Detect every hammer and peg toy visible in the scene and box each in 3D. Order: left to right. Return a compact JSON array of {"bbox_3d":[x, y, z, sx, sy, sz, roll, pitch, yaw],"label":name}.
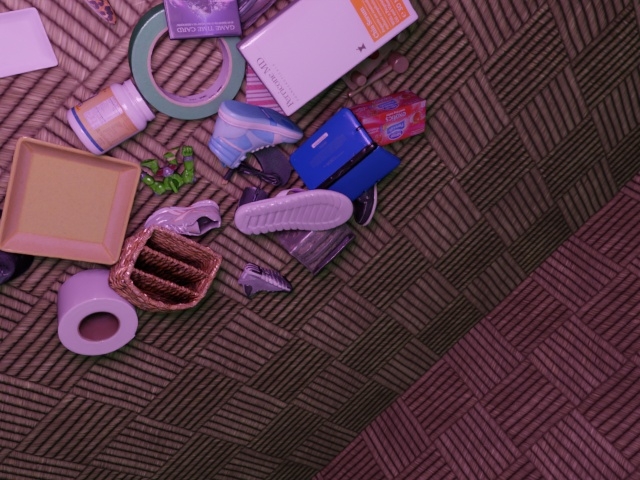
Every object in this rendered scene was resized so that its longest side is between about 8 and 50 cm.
[{"bbox_3d":[0.144,-0.616,1.660,0.266,0.127,0.361,-46,132,7],"label":"hammer and peg toy"}]

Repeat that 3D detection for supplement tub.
[{"bbox_3d":[-0.580,-0.346,1.441,0.199,0.144,0.144,-33,132,-5],"label":"supplement tub"}]

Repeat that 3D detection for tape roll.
[{"bbox_3d":[-0.756,0.241,1.746,0.246,0.169,0.246,-15,129,-20],"label":"tape roll"},{"bbox_3d":[-0.379,-0.513,1.481,0.321,0.077,0.321,-14,128,-19],"label":"tape roll"}]

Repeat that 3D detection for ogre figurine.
[{"bbox_3d":[-0.481,-0.214,1.625,0.197,0.096,0.118,-32,121,-20],"label":"ogre figurine"}]

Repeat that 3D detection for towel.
[{"bbox_3d":[-0.172,-0.473,1.658,0.144,0.029,0.197,-10,129,-22],"label":"towel"}]

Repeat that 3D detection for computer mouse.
[{"bbox_3d":[-0.265,-0.147,1.788,0.184,0.060,0.262,23,126,-17],"label":"computer mouse"}]

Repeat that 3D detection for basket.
[{"bbox_3d":[-0.512,0.113,1.708,0.223,0.214,0.299,-19,144,36],"label":"basket"}]

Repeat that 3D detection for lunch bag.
[{"bbox_3d":[0.000,0.000,2.000,0.235,0.169,0.287,-44,140,1],"label":"lunch bag"}]

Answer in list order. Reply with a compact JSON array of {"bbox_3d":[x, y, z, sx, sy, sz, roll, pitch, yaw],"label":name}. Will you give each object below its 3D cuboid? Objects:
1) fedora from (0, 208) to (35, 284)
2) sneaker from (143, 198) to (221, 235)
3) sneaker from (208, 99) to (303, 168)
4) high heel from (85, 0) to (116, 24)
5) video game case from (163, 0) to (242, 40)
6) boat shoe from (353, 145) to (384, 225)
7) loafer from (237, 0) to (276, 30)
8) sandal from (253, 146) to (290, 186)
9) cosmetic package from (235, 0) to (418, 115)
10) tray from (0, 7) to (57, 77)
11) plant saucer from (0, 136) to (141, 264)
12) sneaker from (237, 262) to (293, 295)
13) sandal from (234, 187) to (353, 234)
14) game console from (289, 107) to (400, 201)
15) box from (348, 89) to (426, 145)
[{"bbox_3d":[-1.008,0.054,1.484,0.333,0.152,0.334,-15,128,-20],"label":"fedora"},{"bbox_3d":[-0.458,-0.057,1.731,0.262,0.121,0.099,-20,130,-14],"label":"sneaker"},{"bbox_3d":[-0.218,-0.317,1.651,0.318,0.127,0.208,5,129,-42],"label":"sneaker"},{"bbox_3d":[-0.528,-0.683,1.259,0.186,0.093,0.261,-29,123,1],"label":"high heel"},{"bbox_3d":[-0.322,-0.677,1.357,0.196,0.026,0.275,-12,105,-22],"label":"video game case"},{"bbox_3d":[0.152,-0.214,1.955,0.113,0.127,0.340,-4,123,-25],"label":"boat shoe"},{"bbox_3d":[-0.153,-0.709,1.470,0.267,0.096,0.084,-36,152,8],"label":"loafer"},{"bbox_3d":[-0.188,-0.295,1.766,0.097,0.054,0.254,-41,123,-7],"label":"sandal"},{"bbox_3d":[0.013,-0.582,1.440,0.453,0.161,0.230,-37,115,4],"label":"cosmetic package"},{"bbox_3d":[-0.822,-0.483,1.287,0.270,0.030,0.145,-19,130,-16],"label":"tray"},{"bbox_3d":[-0.740,-0.113,1.529,0.332,0.081,0.333,11,103,-33],"label":"plant saucer"},{"bbox_3d":[-0.231,0.182,2.063,0.228,0.086,0.132,28,111,-29],"label":"sneaker"},{"bbox_3d":[-0.091,-0.118,1.788,0.415,0.102,0.169,-5,133,-12],"label":"sandal"},{"bbox_3d":[0.085,-0.284,1.820,0.293,0.250,0.173,-37,175,27],"label":"game console"},{"bbox_3d":[0.239,-0.432,1.848,0.256,0.123,0.128,-20,131,-15],"label":"box"}]
